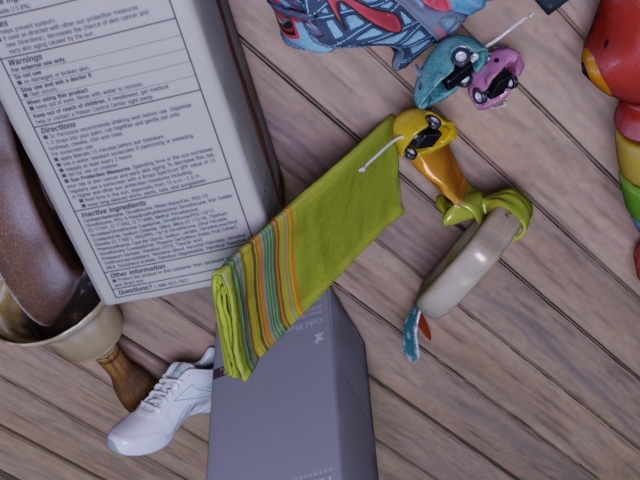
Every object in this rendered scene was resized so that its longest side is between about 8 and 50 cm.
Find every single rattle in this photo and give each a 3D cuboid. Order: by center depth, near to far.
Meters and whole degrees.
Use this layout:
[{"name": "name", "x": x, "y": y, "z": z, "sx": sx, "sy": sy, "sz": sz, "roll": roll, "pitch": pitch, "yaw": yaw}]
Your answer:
[{"name": "rattle", "x": 0.081, "y": 0.007, "z": 0.820, "sx": 0.142, "sy": 0.130, "sz": 0.200, "roll": 26, "pitch": 149, "yaw": -8}]

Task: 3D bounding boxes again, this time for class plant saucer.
[{"name": "plant saucer", "x": -0.216, "y": -0.036, "z": 0.694, "sx": 0.036, "sy": 0.199, "sz": 0.199, "roll": -19, "pitch": 127, "yaw": -2}]

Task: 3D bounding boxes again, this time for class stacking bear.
[{"name": "stacking bear", "x": 0.290, "y": -0.079, "z": 0.714, "sx": 0.164, "sy": 0.175, "sz": 0.289, "roll": -22, "pitch": 118, "yaw": 16}]

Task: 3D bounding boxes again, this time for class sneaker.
[{"name": "sneaker", "x": 0.001, "y": -0.173, "z": 0.618, "sx": 0.261, "sy": 0.104, "sz": 0.125, "roll": 13, "pitch": 135, "yaw": -38}, {"name": "sneaker", "x": -0.142, "y": 0.149, "z": 0.889, "sx": 0.053, "sy": 0.152, "sz": 0.061, "roll": 20, "pitch": 124, "yaw": 35}]

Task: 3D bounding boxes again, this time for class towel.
[{"name": "towel", "x": 0.000, "y": 0.000, "z": 0.724, "sx": 0.021, "sy": 0.237, "sz": 0.102, "roll": 21, "pitch": 134, "yaw": 27}]

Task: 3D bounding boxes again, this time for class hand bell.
[{"name": "hand bell", "x": -0.196, "y": 0.108, "z": 0.876, "sx": 0.126, "sy": 0.126, "sz": 0.242, "roll": -14, "pitch": 138, "yaw": 8}]

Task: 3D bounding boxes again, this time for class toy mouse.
[{"name": "toy mouse", "x": 0.107, "y": -0.122, "z": 0.696, "sx": 0.161, "sy": 0.031, "sz": 0.143, "roll": -16, "pitch": 150, "yaw": -43}]

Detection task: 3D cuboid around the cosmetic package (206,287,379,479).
[{"name": "cosmetic package", "x": -0.024, "y": 0.165, "z": 0.825, "sx": 0.127, "sy": 0.238, "sz": 0.107, "roll": -21, "pitch": 126, "yaw": 12}]

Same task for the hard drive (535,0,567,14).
[{"name": "hard drive", "x": 0.189, "y": -0.236, "z": 0.665, "sx": 0.135, "sy": 0.022, "sz": 0.094, "roll": -36, "pitch": 121, "yaw": 22}]

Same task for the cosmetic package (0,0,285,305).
[{"name": "cosmetic package", "x": -0.132, "y": -0.112, "z": 0.679, "sx": 0.153, "sy": 0.129, "sz": 0.296, "roll": -10, "pitch": 128, "yaw": 7}]
